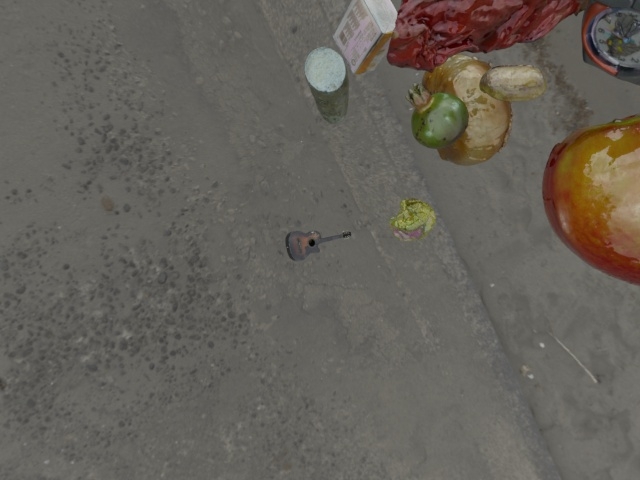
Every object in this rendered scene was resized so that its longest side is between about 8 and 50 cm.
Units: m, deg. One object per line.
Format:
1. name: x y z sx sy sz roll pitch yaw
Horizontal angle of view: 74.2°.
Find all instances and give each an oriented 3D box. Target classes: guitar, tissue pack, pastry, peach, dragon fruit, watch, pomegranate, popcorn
1. guitar: 0.000 0.000 1.285 0.234 0.025 0.088 -13 93 -33
2. tissue pack: 0.167 -0.735 1.495 0.124 0.225 0.184 -27 86 -26
3. pastry: 0.516 -0.467 1.503 0.245 0.409 0.409 -20 103 -2
4. peach: 0.347 -0.040 0.453 0.198 0.197 0.197 -1 103 -2
5. dragon fruit: 0.221 -0.368 0.589 0.302 0.240 0.330 36 103 -16
6. watch: 0.634 -0.419 0.701 0.274 0.305 0.241 -51 145 -5
7. pomegranate: 0.311 -0.342 1.157 0.159 0.159 0.205 -46 120 8
8. popcorn: 0.286 -0.062 1.315 0.126 0.126 0.145 31 131 0

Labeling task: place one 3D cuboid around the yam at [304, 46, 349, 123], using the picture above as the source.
1. yam: 0.031 -0.485 1.398 0.133 0.330 0.133 -1 80 6

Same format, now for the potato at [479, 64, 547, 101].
1. potato: 0.527 -0.431 1.163 0.171 0.080 0.107 4 75 21
